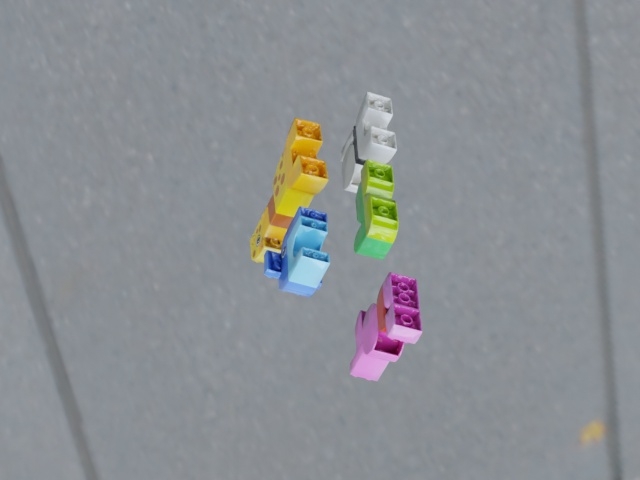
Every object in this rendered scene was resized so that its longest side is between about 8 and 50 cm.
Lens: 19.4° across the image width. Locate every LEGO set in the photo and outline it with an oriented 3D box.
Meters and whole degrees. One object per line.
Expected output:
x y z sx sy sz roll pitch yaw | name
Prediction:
0.000 0.000 1.233 0.087 0.227 0.093 15 130 -16 | LEGO set
